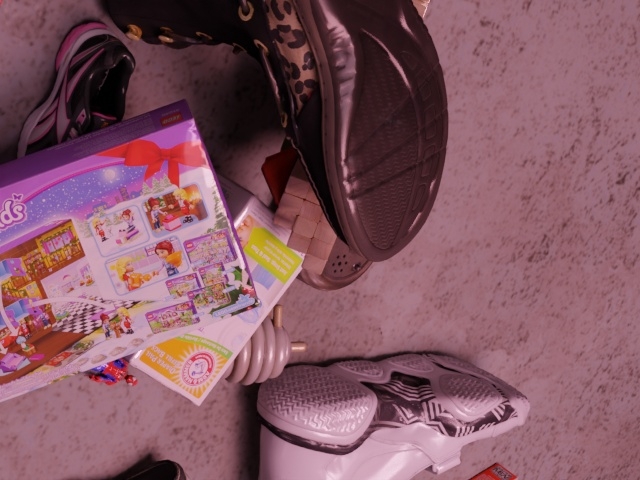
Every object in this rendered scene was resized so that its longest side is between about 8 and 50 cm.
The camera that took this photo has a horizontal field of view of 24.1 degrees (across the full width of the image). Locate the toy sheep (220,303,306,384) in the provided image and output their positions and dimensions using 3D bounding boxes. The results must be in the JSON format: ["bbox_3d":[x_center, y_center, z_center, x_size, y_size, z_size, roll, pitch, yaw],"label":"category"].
[{"bbox_3d":[-0.075,0.110,1.589,0.132,0.091,0.091,2,112,-20],"label":"toy sheep"}]

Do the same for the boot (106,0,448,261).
[{"bbox_3d":[-0.049,-0.176,1.312,0.138,0.284,0.377,-39,128,-30],"label":"boot"}]

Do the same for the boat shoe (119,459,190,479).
[{"bbox_3d":[-0.238,0.293,1.552,0.233,0.084,0.079,-30,128,-21],"label":"boat shoe"}]

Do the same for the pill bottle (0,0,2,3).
[{"bbox_3d":[-0.350,-0.139,1.210,0.124,0.124,0.221,20,98,-43],"label":"pill bottle"}]

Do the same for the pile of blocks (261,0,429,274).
[{"bbox_3d":[0.013,-0.146,1.498,0.149,0.113,0.362,113,0,-63],"label":"pile of blocks"}]

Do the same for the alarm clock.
[{"bbox_3d":[0.000,0.000,1.600,0.192,0.064,0.129,-36,133,-23],"label":"alarm clock"}]

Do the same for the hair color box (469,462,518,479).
[{"bbox_3d":[0.195,0.359,1.964,0.141,0.043,0.072,-25,126,-26],"label":"hair color box"}]

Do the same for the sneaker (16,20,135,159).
[{"bbox_3d":[-0.219,-0.107,1.365,0.072,0.077,0.178,5,109,-39],"label":"sneaker"}]

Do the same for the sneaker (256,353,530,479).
[{"bbox_3d":[0.073,0.253,1.753,0.366,0.137,0.210,0,112,-34],"label":"sneaker"}]

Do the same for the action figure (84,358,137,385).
[{"bbox_3d":[-0.225,0.122,1.514,0.115,0.030,0.038,36,82,-46],"label":"action figure"}]

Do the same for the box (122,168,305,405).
[{"bbox_3d":[-0.122,0.045,1.503,0.203,0.103,0.114,-53,133,-4],"label":"box"}]

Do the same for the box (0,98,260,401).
[{"bbox_3d":[-0.223,0.016,1.354,0.293,0.057,0.201,-20,118,-4],"label":"box"}]
